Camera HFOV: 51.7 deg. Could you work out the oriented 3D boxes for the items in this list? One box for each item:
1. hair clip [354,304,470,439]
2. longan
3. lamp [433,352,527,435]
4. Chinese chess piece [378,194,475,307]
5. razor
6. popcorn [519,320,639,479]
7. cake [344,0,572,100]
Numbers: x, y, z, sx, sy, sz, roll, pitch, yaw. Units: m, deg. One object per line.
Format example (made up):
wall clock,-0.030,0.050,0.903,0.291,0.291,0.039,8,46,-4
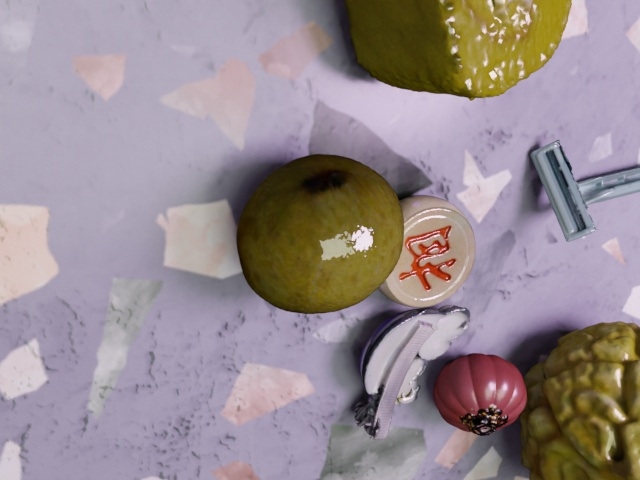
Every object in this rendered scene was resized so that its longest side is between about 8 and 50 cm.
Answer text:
hair clip,0.092,0.138,0.733,0.116,0.049,0.172,17,104,-45
longan,0.000,0.000,0.620,0.154,0.176,0.145,2,64,-2
lamp,0.185,0.178,0.770,0.107,0.092,0.108,2,137,1
Chinese chess piece,0.107,0.012,0.709,0.122,0.051,0.122,-7,109,-22
razor,0.378,-0.073,0.802,0.277,0.056,0.111,-11,74,-26
popcorn,0.359,0.228,0.794,0.270,0.224,0.258,-54,135,-10
cake,0.113,-0.263,0.570,0.179,0.156,0.261,-32,122,-29
